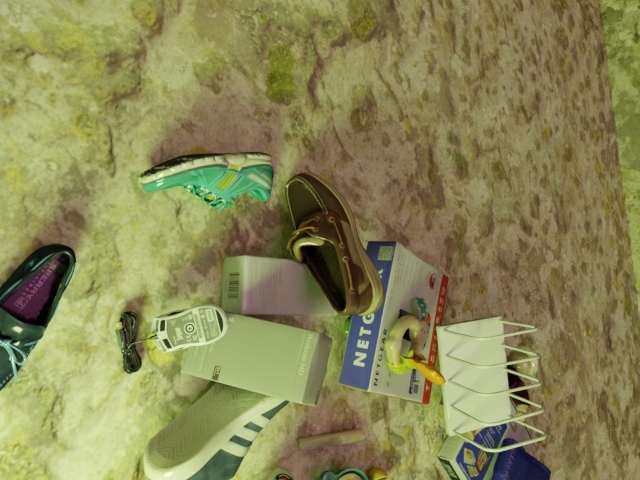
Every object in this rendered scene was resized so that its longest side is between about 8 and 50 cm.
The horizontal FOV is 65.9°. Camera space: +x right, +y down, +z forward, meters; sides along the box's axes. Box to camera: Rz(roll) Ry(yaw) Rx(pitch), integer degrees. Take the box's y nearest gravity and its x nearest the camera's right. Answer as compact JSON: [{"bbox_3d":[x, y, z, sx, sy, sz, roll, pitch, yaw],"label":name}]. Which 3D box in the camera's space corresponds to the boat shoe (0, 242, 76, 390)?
[{"bbox_3d":[-0.449,0.112,0.712,0.109,0.089,0.258,30,68,-33],"label":"boat shoe"}]

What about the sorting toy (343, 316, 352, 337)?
[{"bbox_3d":[0.103,0.195,1.185,0.102,0.042,0.061,-28,104,-37],"label":"sorting toy"}]

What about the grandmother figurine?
[{"bbox_3d":[0.500,0.418,1.395,0.342,0.104,0.208,-34,67,-25],"label":"grandmother figurine"}]

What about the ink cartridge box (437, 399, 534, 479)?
[{"bbox_3d":[0.495,0.616,1.460,0.307,0.072,0.304,-45,112,-35],"label":"ink cartridge box"}]

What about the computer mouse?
[{"bbox_3d":[-0.252,0.159,0.852,0.193,0.042,0.106,-12,89,-2],"label":"computer mouse"}]

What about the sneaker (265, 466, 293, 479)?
[{"bbox_3d":[-0.108,0.592,0.935,0.122,0.146,0.331,21,98,-5],"label":"sneaker"}]

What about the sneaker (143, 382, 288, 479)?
[{"bbox_3d":[-0.164,0.354,0.920,0.350,0.131,0.148,-26,124,-43],"label":"sneaker"}]

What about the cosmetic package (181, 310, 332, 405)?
[{"bbox_3d":[-0.110,0.206,0.882,0.107,0.238,0.127,47,52,-63],"label":"cosmetic package"}]

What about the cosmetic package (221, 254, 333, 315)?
[{"bbox_3d":[-0.082,0.097,1.018,0.231,0.085,0.117,10,80,-41],"label":"cosmetic package"}]

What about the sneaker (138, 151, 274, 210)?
[{"bbox_3d":[-0.199,-0.110,0.931,0.275,0.107,0.110,-10,102,-39],"label":"sneaker"}]

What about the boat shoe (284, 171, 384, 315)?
[{"bbox_3d":[0.000,0.000,0.991,0.123,0.123,0.342,-2,59,-47],"label":"boat shoe"}]

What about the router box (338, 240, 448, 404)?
[{"bbox_3d":[0.190,0.206,1.189,0.301,0.082,0.335,29,69,-48],"label":"router box"}]

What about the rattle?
[{"bbox_3d":[0.238,0.209,1.078,0.199,0.142,0.130,-32,101,-40],"label":"rattle"}]

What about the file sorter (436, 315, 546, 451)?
[{"bbox_3d":[0.423,0.345,1.207,0.192,0.173,0.278,-5,91,-19],"label":"file sorter"}]

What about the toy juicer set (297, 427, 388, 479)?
[{"bbox_3d":[0.082,0.558,1.110,0.209,0.089,0.329,-18,97,-38],"label":"toy juicer set"}]

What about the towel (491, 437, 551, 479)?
[{"bbox_3d":[0.534,0.745,1.399,0.227,0.076,0.308,42,64,-22],"label":"towel"}]
